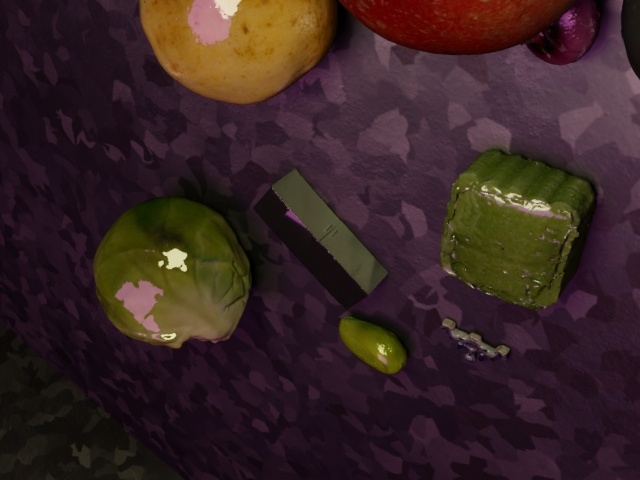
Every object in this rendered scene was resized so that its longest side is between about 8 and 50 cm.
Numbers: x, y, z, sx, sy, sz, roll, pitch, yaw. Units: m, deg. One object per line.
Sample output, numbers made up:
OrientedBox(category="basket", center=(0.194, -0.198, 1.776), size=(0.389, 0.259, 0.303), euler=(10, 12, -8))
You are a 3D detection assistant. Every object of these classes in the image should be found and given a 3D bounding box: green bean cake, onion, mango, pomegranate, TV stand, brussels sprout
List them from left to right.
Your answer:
OrientedBox(category="brussels sprout", center=(-0.307, 0.069, 1.520), size=(0.344, 0.344, 0.268), euler=(51, 176, -4))
OrientedBox(category="pomegranate", center=(-0.115, -0.348, 1.055), size=(0.307, 0.307, 0.307), euler=(22, 133, 26))
OrientedBox(category="TV stand", center=(0.000, 0.000, 1.362), size=(0.269, 0.083, 0.088), euler=(47, 138, -1))
OrientedBox(category="mango", center=(0.106, 0.205, 1.440), size=(0.165, 0.074, 0.091), euler=(38, 146, 30))
OrientedBox(category="green bean cake", center=(0.291, -0.013, 1.079), size=(0.200, 0.113, 0.214), euler=(21, 133, 26))
OrientedBox(category="onion", center=(0.290, -0.273, 0.888), size=(0.115, 0.104, 0.115), euler=(62, 172, 16))

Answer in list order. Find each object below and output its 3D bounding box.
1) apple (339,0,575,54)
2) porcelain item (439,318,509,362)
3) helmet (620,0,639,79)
OrientedBox(category="apple", center=(0.143, -0.373, 0.768), size=(0.348, 0.276, 0.349), euler=(15, 110, 50))
OrientedBox(category="porcelain item", center=(0.281, 0.200, 1.324), size=(0.136, 0.021, 0.075), euler=(25, 139, 24))
OrientedBox(category="helmet", center=(0.426, -0.239, 0.756), size=(0.230, 0.160, 0.279), euler=(32, 136, 14))
